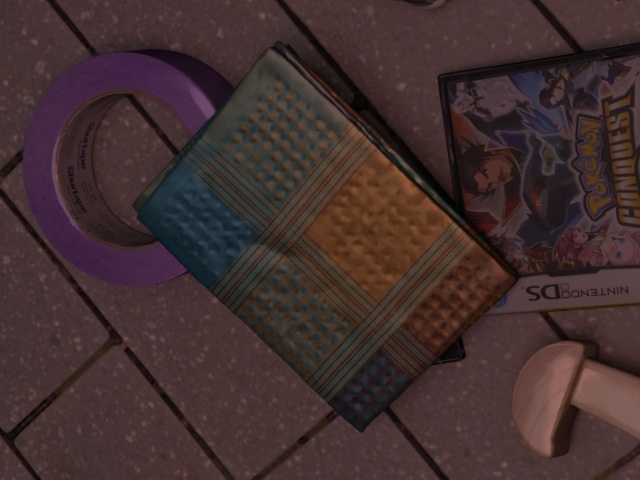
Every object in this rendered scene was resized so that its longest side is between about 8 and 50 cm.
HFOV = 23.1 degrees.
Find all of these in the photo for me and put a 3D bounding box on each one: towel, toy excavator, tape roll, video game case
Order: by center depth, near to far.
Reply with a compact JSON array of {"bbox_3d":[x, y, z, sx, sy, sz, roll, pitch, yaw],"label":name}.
[{"bbox_3d":[0.435,0.311,1.637,0.432,0.222,0.445,-8,82,22],"label":"toy excavator"},{"bbox_3d":[0.261,-0.060,1.688,0.248,0.035,0.275,-6,96,30],"label":"video game case"},{"bbox_3d":[0.000,0.000,1.739,0.370,0.040,0.271,44,109,-1],"label":"towel"},{"bbox_3d":[-0.211,-0.087,1.854,0.274,0.090,0.275,3,99,20],"label":"tape roll"}]

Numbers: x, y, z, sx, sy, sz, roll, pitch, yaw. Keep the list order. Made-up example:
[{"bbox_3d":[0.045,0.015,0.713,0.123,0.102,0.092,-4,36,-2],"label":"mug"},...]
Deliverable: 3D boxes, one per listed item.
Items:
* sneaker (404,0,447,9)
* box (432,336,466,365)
[{"bbox_3d":[0.033,-0.322,1.698,0.228,0.132,0.086,26,107,15],"label":"sneaker"},{"bbox_3d":[0.119,0.111,1.799,0.083,0.018,0.067,-10,95,22],"label":"box"}]
